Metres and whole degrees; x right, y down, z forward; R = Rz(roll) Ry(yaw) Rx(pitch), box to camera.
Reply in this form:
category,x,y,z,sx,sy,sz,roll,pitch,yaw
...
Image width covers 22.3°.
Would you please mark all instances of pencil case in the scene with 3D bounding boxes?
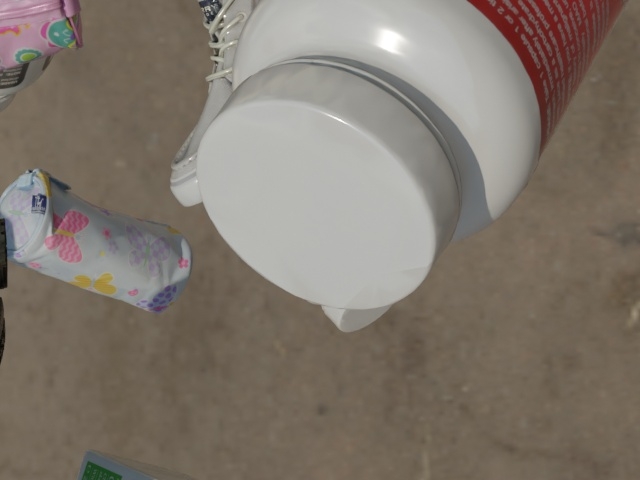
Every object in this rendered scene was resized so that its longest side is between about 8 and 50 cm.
category,x,y,z,sx,sy,sz,roll,pitch,yaw
pencil case,-0.373,-0.211,1.566,0.124,0.284,0.124,168,90,-83
pencil case,-0.295,0.004,2.123,0.113,0.273,0.124,-23,56,37

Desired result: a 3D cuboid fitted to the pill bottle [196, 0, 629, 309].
category,x,y,z,sx,sy,sz,roll,pitch,yaw
pill bottle,0.078,-0.144,1.183,0.229,0.408,0.229,17,135,18

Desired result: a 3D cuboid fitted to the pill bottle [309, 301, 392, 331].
category,x,y,z,sx,sy,sz,roll,pitch,yaw
pill bottle,0.000,0.000,1.913,0.208,0.119,0.119,50,128,25

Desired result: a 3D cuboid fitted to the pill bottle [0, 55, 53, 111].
category,x,y,z,sx,sy,sz,roll,pitch,yaw
pill bottle,-0.373,-0.274,1.841,0.318,0.176,0.176,-53,49,53

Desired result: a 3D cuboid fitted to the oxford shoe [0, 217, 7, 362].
category,x,y,z,sx,sy,sz,roll,pitch,yaw
oxford shoe,-0.385,0.076,1.744,0.083,0.096,0.227,101,165,-48

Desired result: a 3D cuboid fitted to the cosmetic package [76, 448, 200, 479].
category,x,y,z,sx,sy,sz,roll,pitch,yaw
cosmetic package,-0.136,0.363,1.737,0.365,0.155,0.197,7,78,55

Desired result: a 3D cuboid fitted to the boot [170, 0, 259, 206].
category,x,y,z,sx,sy,sz,roll,pitch,yaw
boot,-0.071,-0.151,1.334,0.095,0.258,0.123,-16,120,48
